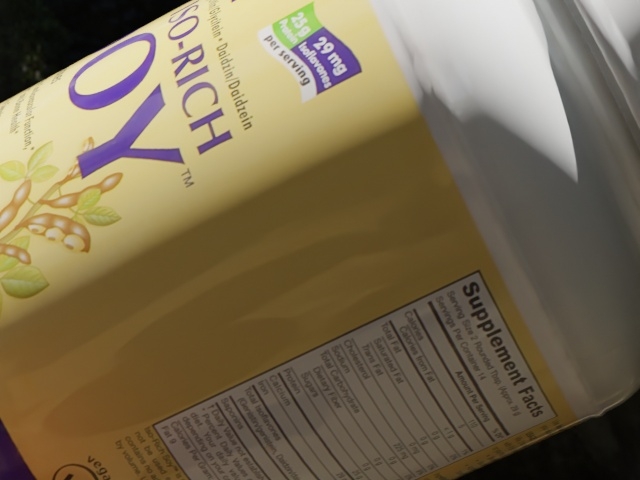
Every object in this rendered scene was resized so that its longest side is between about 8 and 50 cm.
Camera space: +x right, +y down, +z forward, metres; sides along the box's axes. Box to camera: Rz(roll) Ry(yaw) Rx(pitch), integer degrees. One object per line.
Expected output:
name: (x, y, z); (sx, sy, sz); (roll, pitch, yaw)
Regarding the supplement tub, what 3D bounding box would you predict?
supplement tub: (0.000, 0.000, 0.528); (0.331, 0.241, 0.241); (-27, -28, 9)
